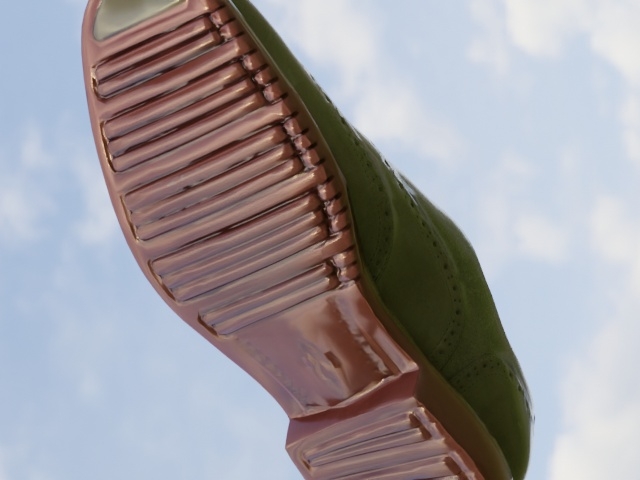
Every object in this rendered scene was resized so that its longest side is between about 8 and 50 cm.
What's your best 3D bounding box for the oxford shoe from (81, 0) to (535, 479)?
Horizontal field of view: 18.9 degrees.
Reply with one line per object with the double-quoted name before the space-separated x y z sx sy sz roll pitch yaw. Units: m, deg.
"oxford shoe" 0.000 0.000 0.968 0.348 0.123 0.130 62 -145 -18
